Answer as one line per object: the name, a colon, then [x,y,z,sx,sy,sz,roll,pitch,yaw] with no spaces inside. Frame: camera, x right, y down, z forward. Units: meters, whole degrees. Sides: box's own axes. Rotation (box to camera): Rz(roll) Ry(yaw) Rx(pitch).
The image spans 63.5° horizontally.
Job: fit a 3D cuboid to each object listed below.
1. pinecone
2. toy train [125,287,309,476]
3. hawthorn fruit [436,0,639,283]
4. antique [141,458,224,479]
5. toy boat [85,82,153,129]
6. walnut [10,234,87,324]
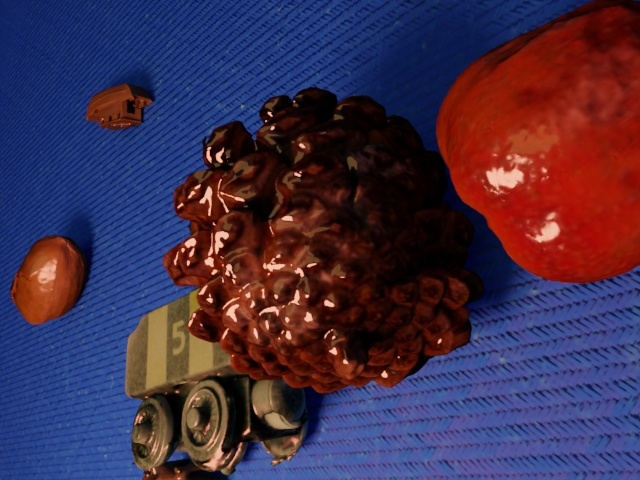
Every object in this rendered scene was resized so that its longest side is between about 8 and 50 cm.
pinecone: [-0.001,-0.001,0.525,0.242,0.298,0.296,123,147,-68]
toy train: [-0.137,0.187,0.695,0.299,0.167,0.238,-23,61,35]
hawthorn fruit: [0.221,-0.094,0.391,0.243,0.207,0.207,-43,60,21]
antique: [-0.210,0.470,0.746,0.125,0.150,0.284,-5,74,36]
toy boat: [-0.408,-0.260,1.033,0.200,0.057,0.077,1,92,41]
walnut: [-0.572,0.088,1.088,0.137,0.137,0.245,48,116,33]
